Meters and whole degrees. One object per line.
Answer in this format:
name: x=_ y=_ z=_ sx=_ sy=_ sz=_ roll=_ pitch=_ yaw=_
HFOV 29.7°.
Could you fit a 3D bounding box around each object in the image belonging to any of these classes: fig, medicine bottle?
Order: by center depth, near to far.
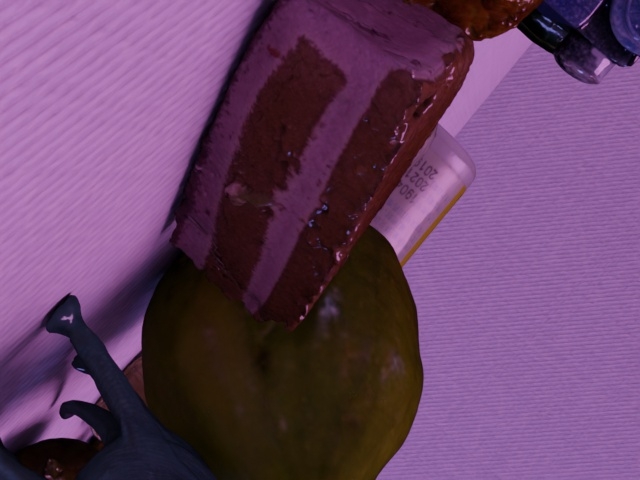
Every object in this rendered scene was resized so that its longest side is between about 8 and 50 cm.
fig: x=-0.036 y=0.094 z=0.907 sx=0.233 sy=0.233 sz=0.314 roll=-51 pitch=176 yaw=15
fig: x=-0.209 y=0.198 z=0.948 sx=0.154 sy=0.103 sz=0.109 roll=105 pitch=-14 yaw=-54
medicine bottle: x=0.014 y=-0.011 z=1.123 sx=0.258 sy=0.143 sz=0.143 roll=-49 pitch=175 yaw=-3

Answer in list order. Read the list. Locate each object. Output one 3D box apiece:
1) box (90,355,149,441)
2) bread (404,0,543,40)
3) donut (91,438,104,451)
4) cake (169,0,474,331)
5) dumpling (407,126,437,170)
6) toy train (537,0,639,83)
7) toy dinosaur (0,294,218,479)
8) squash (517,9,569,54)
box: x=-0.147 y=0.181 z=1.199 sx=0.111 sy=0.111 sz=0.177 roll=-50 pitch=143 yaw=-5
bread: x=0.117 y=-0.208 z=0.760 sx=0.132 sy=0.103 sz=0.172 roll=-51 pitch=173 yaw=-16
donut: x=-0.177 y=0.227 z=1.374 sx=0.226 sy=0.114 sz=0.226 roll=-51 pitch=177 yaw=-4
cake: x=-0.006 y=-0.052 z=0.746 sx=0.113 sy=0.116 sz=0.295 roll=-45 pitch=173 yaw=-41
dumpling: x=0.018 y=-0.085 z=0.875 sx=0.127 sy=0.108 sz=0.188 roll=-24 pitch=-149 yaw=39
toy train: x=0.249 y=-0.276 z=0.919 sx=0.299 sy=0.202 sz=0.131 roll=-51 pitch=-168 yaw=8
toy dinosaur: x=-0.074 y=0.199 z=0.758 sx=0.129 sy=0.331 sz=0.383 roll=-47 pitch=173 yaw=-11
squash: x=0.293 y=-0.299 z=1.294 sx=0.218 sy=0.172 sz=0.218 roll=-31 pitch=-156 yaw=15
